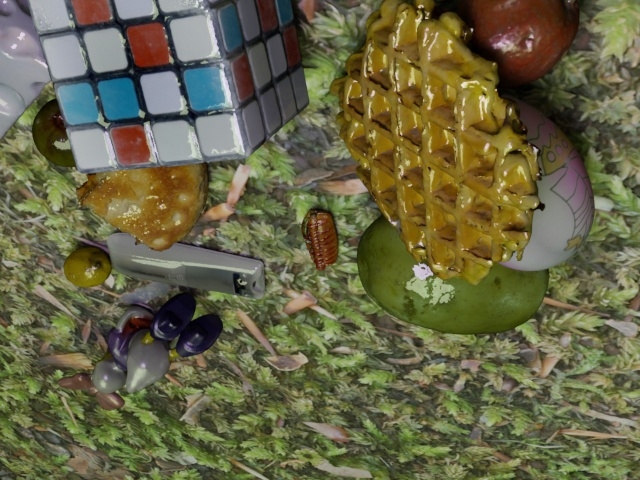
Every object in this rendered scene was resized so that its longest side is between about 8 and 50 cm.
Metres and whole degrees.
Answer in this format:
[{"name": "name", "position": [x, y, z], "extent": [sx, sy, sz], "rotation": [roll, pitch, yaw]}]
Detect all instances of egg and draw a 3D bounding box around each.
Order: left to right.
[{"name": "egg", "position": [0.285, -0.083, 1.372], "extent": [0.196, 0.196, 0.271], "rotation": [-4, 118, 26]}]

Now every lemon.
[{"name": "lemon", "position": [-0.468, 0.054, 1.919], "extent": [0.111, 0.082, 0.082], "rotation": [-7, 134, 34]}]

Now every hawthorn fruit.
[{"name": "hawthorn fruit", "position": [0.263, -0.264, 1.203], "extent": [0.189, 0.149, 0.149], "rotation": [2, 138, 25]}]

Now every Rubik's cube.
[{"name": "Rubik's cube", "position": [-0.186, -0.251, 1.262], "extent": [0.256, 0.259, 0.253], "rotation": [-3, 113, 22]}]

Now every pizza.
[{"name": "pizza", "position": [-0.305, -0.101, 1.640], "extent": [0.226, 0.086, 0.335], "rotation": [-4, 142, -8]}]

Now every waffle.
[{"name": "waffle", "position": [0.146, -0.125, 1.273], "extent": [0.382, 0.095, 0.379], "rotation": [61, 156, 9]}]

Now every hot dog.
[{"name": "hot dog", "position": [0.000, 0.002, 1.701], "extent": [0.062, 0.038, 0.144], "rotation": [7, 140, 14]}]

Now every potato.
[{"name": "potato", "position": [0.208, 0.049, 1.545], "extent": [0.304, 0.215, 0.215], "rotation": [23, 141, 1]}]

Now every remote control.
[{"name": "remote control", "position": [-0.263, 0.058, 1.860], "extent": [0.313, 0.055, 0.109], "rotation": [11, 140, 9]}]

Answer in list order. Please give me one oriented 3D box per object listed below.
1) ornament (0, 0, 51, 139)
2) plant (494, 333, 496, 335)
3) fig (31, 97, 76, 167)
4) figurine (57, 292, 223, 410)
[{"name": "ornament", "position": [-0.472, -0.320, 1.336], "extent": [0.240, 0.239, 0.239], "rotation": [34, 139, -23]}, {"name": "plant", "position": [0.256, 0.115, 1.689], "extent": [0.143, 0.094, 0.092], "rotation": [19, 130, -8]}, {"name": "fig", "position": [-0.408, -0.160, 1.644], "extent": [0.124, 0.124, 0.236], "rotation": [12, 161, 9]}, {"name": "figurine", "position": [-0.383, 0.248, 2.023], "extent": [0.154, 0.193, 0.421], "rotation": [36, 142, -25]}]
